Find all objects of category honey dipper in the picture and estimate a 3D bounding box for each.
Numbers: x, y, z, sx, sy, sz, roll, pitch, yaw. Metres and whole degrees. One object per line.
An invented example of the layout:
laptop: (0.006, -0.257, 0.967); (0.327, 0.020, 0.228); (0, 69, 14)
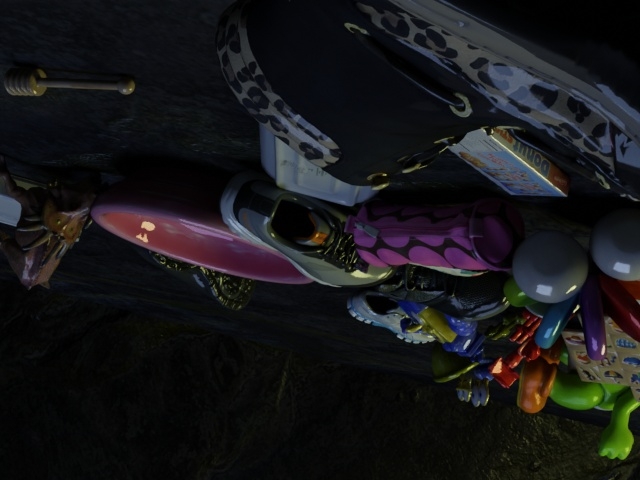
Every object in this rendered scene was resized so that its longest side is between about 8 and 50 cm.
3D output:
honey dipper: (-0.263, -0.166, 1.120); (0.160, 0.031, 0.030); (5, 165, 25)

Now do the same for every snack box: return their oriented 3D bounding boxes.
snack box: (0.164, -0.081, 0.984); (0.064, 0.022, 0.178); (4, 164, 41)

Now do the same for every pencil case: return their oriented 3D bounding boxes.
pencil case: (0.128, -0.007, 1.214); (0.098, 0.095, 0.209); (27, 161, -37)

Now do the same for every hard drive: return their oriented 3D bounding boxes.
hard drive: (-0.546, -0.067, 1.909); (0.210, 0.040, 0.319); (16, 169, -5)

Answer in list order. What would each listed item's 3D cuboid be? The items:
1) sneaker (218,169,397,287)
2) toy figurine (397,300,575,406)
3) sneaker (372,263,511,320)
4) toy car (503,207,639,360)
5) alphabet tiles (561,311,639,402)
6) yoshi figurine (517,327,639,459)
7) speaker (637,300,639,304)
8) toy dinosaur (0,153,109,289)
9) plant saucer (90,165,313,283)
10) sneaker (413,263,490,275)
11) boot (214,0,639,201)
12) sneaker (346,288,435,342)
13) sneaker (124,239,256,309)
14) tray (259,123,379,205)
sneaker: (0.000, 0.000, 1.339); (0.271, 0.100, 0.108); (24, 179, -36)
toy figurine: (0.210, 0.106, 1.657); (0.217, 0.191, 0.362); (46, 174, -2)
sneaker: (0.150, 0.053, 1.471); (0.227, 0.087, 0.130); (13, 176, 35)
toy car: (0.287, 0.055, 1.107); (0.181, 0.136, 0.159); (-16, 163, 8)
alphabet tiles: (0.483, 0.180, 1.576); (0.237, 0.009, 0.198); (1, 135, 38)
yoshi figurine: (0.519, 0.256, 1.745); (0.362, 0.204, 0.203); (8, 177, 22)
speaker: (0.399, 0.069, 1.307); (0.136, 0.055, 0.055); (16, 168, -7)
toy dinosaur: (-0.430, -0.002, 1.634); (0.127, 0.296, 0.200); (-6, -138, -32)
plant saucer: (-0.155, -0.024, 1.508); (0.332, 0.084, 0.332); (15, 168, 3)
sneaker: (0.143, 0.016, 1.380); (0.161, 0.057, 0.075); (13, 163, -4)
boot: (0.123, -0.094, 0.683); (0.377, 0.138, 0.284); (24, 165, -22)
sneaker: (0.145, 0.134, 1.917); (0.190, 0.071, 0.083); (17, 163, -9)
sneaker: (-0.221, 0.029, 1.843); (0.130, 0.109, 0.286); (13, 161, 43)
tray: (0.000, -0.086, 1.152); (0.145, 0.030, 0.270); (16, 168, 1)
